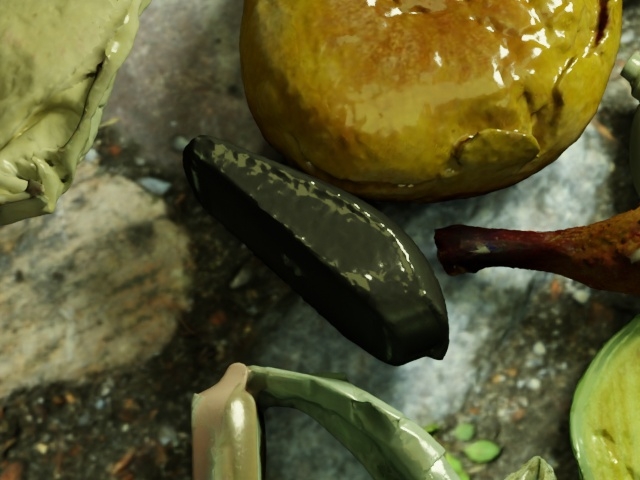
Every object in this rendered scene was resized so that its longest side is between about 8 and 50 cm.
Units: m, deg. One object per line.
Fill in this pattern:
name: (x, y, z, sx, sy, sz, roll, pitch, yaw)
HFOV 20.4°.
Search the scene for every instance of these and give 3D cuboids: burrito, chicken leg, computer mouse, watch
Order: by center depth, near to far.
watch: (0.010, 0.233, 1.519, 0.241, 0.162, 0.253, -1, 78, -2)
chicken leg: (0.290, -0.022, 1.537, 0.407, 0.096, 0.158, -23, 91, 22)
computer mouse: (0.004, -0.003, 1.566, 0.295, 0.168, 0.087, 39, 76, 11)
burrito: (-0.258, -0.165, 1.630, 0.190, 0.135, 0.331, 19, 82, 16)

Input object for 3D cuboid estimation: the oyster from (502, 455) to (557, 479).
oyster: (0.194, 0.336, 1.516, 0.252, 0.087, 0.199, 47, 115, 35)

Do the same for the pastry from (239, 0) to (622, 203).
pastry: (0.095, -0.190, 1.605, 0.356, 0.164, 0.356, -1, 79, 5)

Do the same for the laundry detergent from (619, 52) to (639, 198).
laundry detergent: (0.377, -0.082, 1.601, 0.253, 0.091, 0.181, 37, 93, 10)

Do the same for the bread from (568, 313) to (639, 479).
bread: (0.367, 0.186, 1.565, 0.301, 0.045, 0.301, 0, 79, 1)
